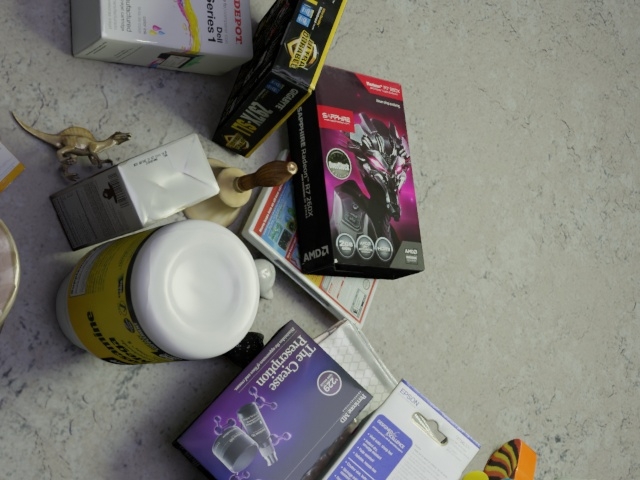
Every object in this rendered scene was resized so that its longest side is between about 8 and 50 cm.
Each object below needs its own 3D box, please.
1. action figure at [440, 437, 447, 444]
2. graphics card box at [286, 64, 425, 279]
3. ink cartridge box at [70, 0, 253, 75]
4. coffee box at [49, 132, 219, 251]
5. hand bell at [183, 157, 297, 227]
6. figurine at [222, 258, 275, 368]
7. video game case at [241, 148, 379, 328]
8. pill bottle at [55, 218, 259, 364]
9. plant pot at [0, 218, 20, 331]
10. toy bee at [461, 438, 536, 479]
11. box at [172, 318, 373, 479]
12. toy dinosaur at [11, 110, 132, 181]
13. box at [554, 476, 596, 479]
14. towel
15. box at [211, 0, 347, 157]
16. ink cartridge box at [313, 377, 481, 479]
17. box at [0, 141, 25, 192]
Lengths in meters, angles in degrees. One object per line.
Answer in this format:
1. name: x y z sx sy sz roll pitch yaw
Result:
1. action figure: 0.113 0.405 1.849 0.275 0.141 0.164 -20 87 -18
2. graphics card box: 0.059 -0.119 1.890 0.233 0.094 0.371 7 73 -42
3. ink cartridge box: -0.255 -0.391 1.719 0.278 0.117 0.201 1 82 -37
4. coffee box: -0.279 -0.068 1.567 0.141 0.246 0.098 -27 98 -35
5. hand bell: -0.115 -0.092 1.697 0.126 0.242 0.126 6 80 -36
6. figurine: -0.158 0.101 1.742 0.209 0.092 0.215 24 68 -40
7. video game case: 0.000 0.000 1.879 0.285 0.025 0.204 42 49 -24
8. pill bottle: -0.248 0.083 1.512 0.188 0.334 0.188 7 79 -35
9. plant pot: -0.525 0.050 1.348 0.323 0.280 0.323 7 78 -35
10. toy bee: 0.327 0.518 2.005 0.195 0.162 0.298 55 31 -7
11. box: -0.075 0.283 1.662 0.184 0.103 0.261 44 71 -1
12. toy dinosaur: -0.385 -0.143 1.629 0.183 0.053 0.093 6 51 -21
13. box: 0.502 0.538 2.141 0.101 0.102 0.087 -20 96 -36
14. towel: 0.018 0.341 1.745 0.317 0.053 0.332 -35 85 -17
15. box: -0.060 -0.303 1.721 0.079 0.322 0.257 27 67 -14
16. ink cartridge box: 0.077 0.416 1.679 0.176 0.069 0.371 41 76 -2
17. box: -0.508 -0.127 1.546 0.136 0.028 0.081 48 58 -18
